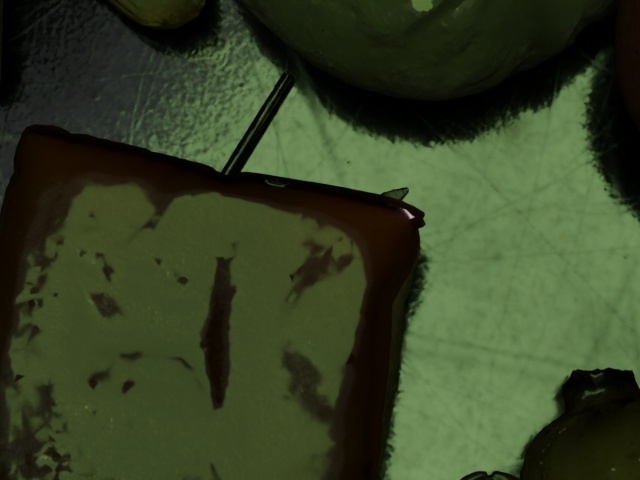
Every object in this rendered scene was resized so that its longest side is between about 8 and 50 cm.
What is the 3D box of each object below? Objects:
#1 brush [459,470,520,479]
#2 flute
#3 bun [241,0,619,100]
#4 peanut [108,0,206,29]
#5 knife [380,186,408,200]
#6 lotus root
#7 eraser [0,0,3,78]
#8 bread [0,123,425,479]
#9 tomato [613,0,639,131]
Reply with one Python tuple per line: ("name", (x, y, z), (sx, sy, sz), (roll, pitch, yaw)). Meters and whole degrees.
("brush", (0.130, 0.337, 1.224), (0.072, 0.067, 0.312), (2, 84, 4))
("flute", (-0.096, -0.027, 1.319), (0.014, 0.014, 0.269), (31, 85, 8))
("bun", (0.082, -0.290, 1.240), (0.365, 0.219, 0.365), (-1, 78, 3))
("peanut", (-0.180, -0.253, 1.322), (0.207, 0.087, 0.087), (37, 86, 10))
("knife", (0.000, 0.000, 1.309), (0.170, 0.010, 0.023), (-31, 86, -2))
("lotus root", (0.234, 0.225, 1.180), (0.160, 0.146, 0.284), (1, 63, -21))
("eraser", (-0.328, -0.215, 1.342), (0.117, 0.058, 0.172), (0, 82, 4))
("bread", (-0.100, 0.100, 1.226), (0.324, 0.143, 0.333), (9, 86, 4))
("tomato", (0.342, -0.157, 1.185), (0.224, 0.256, 0.255), (15, 82, 37))
